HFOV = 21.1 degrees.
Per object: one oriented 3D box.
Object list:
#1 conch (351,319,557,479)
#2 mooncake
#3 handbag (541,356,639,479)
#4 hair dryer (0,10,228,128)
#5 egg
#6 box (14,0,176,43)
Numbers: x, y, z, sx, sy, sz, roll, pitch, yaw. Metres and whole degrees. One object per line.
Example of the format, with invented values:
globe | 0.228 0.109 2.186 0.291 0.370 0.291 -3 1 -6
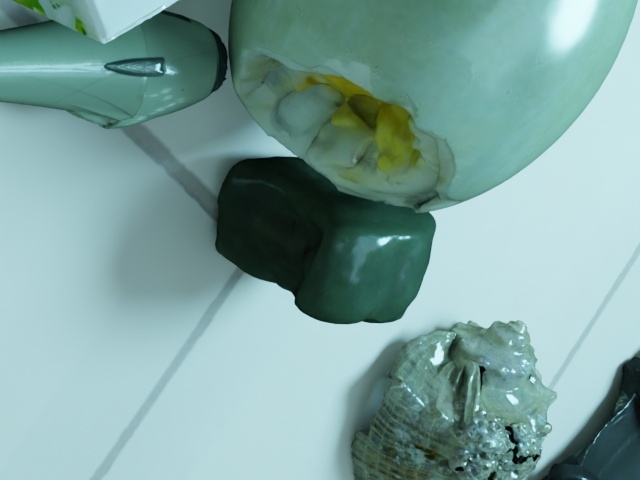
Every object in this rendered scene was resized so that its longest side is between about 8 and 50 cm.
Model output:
conch | 0.121 0.178 1.622 0.178 0.163 0.245 22 112 -18
mooncake | 0.000 0.000 1.351 0.168 0.175 0.104 18 105 -12
handbag | 0.350 0.279 1.916 0.285 0.113 0.257 -44 128 -22
hair dryer | -0.180 -0.167 1.161 0.219 0.088 0.224 -29 115 -30
egg | 0.095 -0.200 1.269 0.336 0.278 0.278 -59 140 -15
box | -0.173 -0.265 0.989 0.111 0.194 0.260 -33 124 -23
